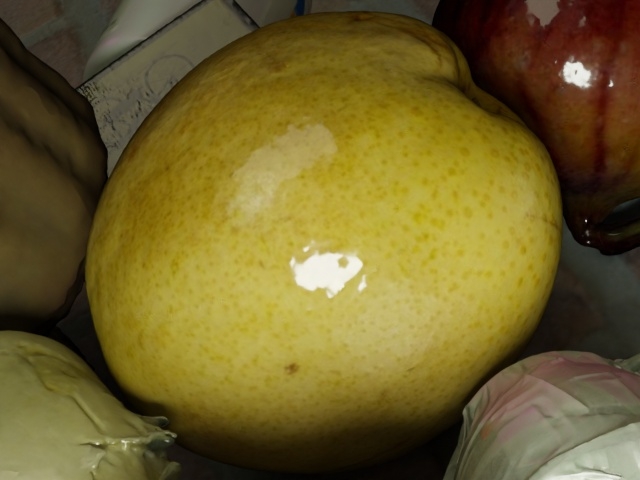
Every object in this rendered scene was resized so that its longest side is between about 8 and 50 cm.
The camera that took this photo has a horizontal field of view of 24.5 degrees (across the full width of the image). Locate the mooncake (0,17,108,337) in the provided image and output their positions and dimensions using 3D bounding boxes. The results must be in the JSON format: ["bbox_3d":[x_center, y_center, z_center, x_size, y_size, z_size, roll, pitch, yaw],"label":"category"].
[{"bbox_3d":[-0.306,-0.022,1.049,0.324,0.187,0.324,-20,49,25],"label":"mooncake"}]

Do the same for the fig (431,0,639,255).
[{"bbox_3d":[0.186,-0.120,1.071,0.235,0.235,0.214,42,111,52],"label":"fig"}]

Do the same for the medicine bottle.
[{"bbox_3d":[-0.120,-0.153,1.339,0.170,0.170,0.293,-7,44,27],"label":"medicine bottle"}]

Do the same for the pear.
[{"bbox_3d":[0.000,0.000,0.967,0.314,0.314,0.314,-18,37,14],"label":"pear"}]

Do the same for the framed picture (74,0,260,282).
[{"bbox_3d":[-0.078,-0.029,1.156,0.244,0.013,0.324,-37,68,-12],"label":"framed picture"}]

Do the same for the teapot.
[{"bbox_3d":[0.165,0.120,0.813,0.221,0.163,0.178,-51,22,12],"label":"teapot"}]

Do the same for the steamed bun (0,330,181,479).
[{"bbox_3d":[-0.204,0.195,0.885,0.232,0.166,0.273,50,124,49],"label":"steamed bun"}]

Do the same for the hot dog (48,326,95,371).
[{"bbox_3d":[-0.288,0.107,1.177,0.175,0.114,0.259,-36,51,-14],"label":"hot dog"}]
